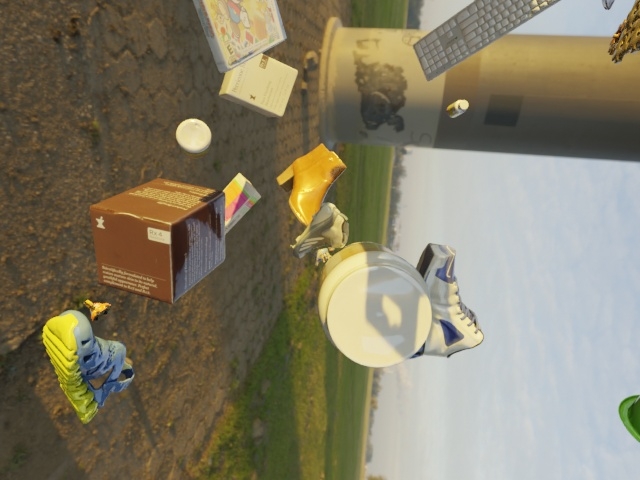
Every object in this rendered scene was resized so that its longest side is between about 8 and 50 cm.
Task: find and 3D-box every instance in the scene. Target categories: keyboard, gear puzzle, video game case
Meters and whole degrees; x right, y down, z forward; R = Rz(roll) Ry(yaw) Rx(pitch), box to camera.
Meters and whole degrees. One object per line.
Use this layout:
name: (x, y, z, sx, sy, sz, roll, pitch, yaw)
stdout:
keyboard: (0.263, -0.349, 0.694, 0.014, 0.256, 0.072, -33, 98, -47)
gear puzzle: (0.747, -0.499, 1.010, 0.339, 0.044, 0.175, -24, 133, -78)
video game case: (-0.137, -0.408, 0.717, 0.227, 0.026, 0.206, -59, 139, -48)

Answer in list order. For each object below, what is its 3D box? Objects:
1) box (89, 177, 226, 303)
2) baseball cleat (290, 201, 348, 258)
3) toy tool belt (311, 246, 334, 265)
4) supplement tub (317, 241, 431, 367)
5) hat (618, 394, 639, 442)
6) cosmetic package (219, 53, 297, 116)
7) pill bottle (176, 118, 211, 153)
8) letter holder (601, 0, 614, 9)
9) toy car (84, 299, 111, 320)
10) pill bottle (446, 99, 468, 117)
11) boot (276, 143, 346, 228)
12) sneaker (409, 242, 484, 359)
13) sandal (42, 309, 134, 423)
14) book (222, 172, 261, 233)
box: (-0.310, -0.009, 0.878, 0.203, 0.169, 0.166, -52, 152, -61)
baseball cleat: (0.000, 0.000, 1.090, 0.072, 0.109, 0.205, -42, 169, -42)
toy tool belt: (0.014, 0.055, 1.537, 0.052, 0.084, 0.051, 147, -71, -74)
supplement tub: (0.108, 0.127, 0.959, 0.316, 0.229, 0.228, -84, 178, -85)
hat: (0.742, 0.323, 0.919, 0.208, 0.173, 0.183, -107, -166, -60)
cosmetic package: (-0.196, -0.487, 1.367, 0.151, 0.184, 0.151, 35, -73, 63)
pill bottle: (-0.455, -0.362, 1.595, 0.215, 0.118, 0.117, -164, -101, -76)
letter holder: (0.571, -0.628, 0.910, 0.302, 0.152, 0.214, -15, 129, -56)
toy car: (-0.596, 0.172, 1.177, 0.060, 0.041, 0.122, -47, 175, -35)
pill bottle: (0.456, -0.439, 1.462, 0.083, 0.044, 0.043, -174, -91, -79)
boot: (-0.002, -0.167, 1.401, 0.295, 0.211, 0.104, 60, 10, 29)
sneaker: (0.315, 0.164, 1.084, 0.127, 0.183, 0.315, -72, 171, -68)
sandal: (-0.474, 0.246, 0.918, 0.138, 0.126, 0.317, -28, 149, -36)
book: (-0.213, -0.079, 1.041, 0.035, 0.144, 0.096, 41, 6, -46)
